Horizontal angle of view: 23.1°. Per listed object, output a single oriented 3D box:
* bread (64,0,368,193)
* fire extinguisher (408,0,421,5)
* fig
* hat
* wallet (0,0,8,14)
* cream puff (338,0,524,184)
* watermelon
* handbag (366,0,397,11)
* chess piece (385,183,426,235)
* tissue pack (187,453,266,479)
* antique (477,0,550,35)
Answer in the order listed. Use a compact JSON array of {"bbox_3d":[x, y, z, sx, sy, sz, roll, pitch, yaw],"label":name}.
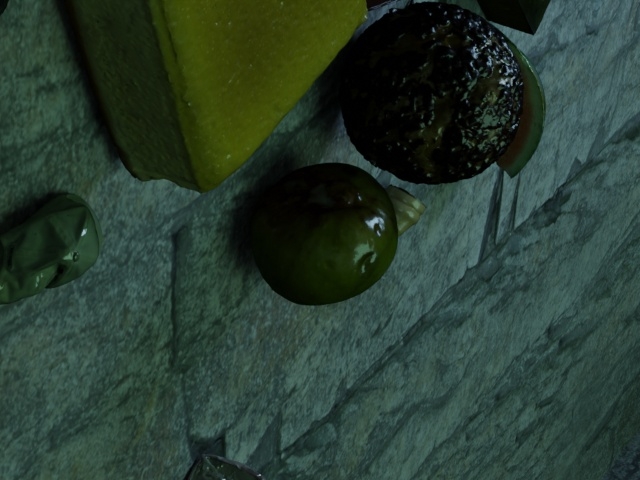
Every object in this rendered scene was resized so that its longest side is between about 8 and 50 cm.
[{"bbox_3d":[-0.096,-0.257,1.564,0.323,0.143,0.333,-51,151,-28],"label":"bread"},{"bbox_3d":[0.108,-0.258,2.090,0.056,0.039,0.132,44,68,-29],"label":"fire extinguisher"},{"bbox_3d":[0.000,0.000,1.936,0.181,0.181,0.191,-44,171,-40],"label":"fig"},{"bbox_3d":[-0.261,0.018,1.560,0.122,0.081,0.166,-66,165,3],"label":"hat"},{"bbox_3d":[-0.304,-0.296,1.253,0.146,0.030,0.285,-65,156,-10],"label":"wallet"},{"bbox_3d":[0.140,-0.183,1.975,0.165,0.239,0.239,-63,171,-78],"label":"cream puff"},{"bbox_3d":[0.296,-0.230,2.431,0.146,0.128,0.231,-57,158,-63],"label":"watermelon"},{"bbox_3d":[0.126,-0.365,1.820,0.275,0.084,0.260,-29,174,-45],"label":"handbag"},{"bbox_3d":[0.094,-0.014,2.251,0.122,0.066,0.066,-57,154,-6],"label":"chess piece"},{"bbox_3d":[-0.120,0.437,2.116,0.271,0.124,0.201,69,37,-56],"label":"tissue pack"},{"bbox_3d":[0.265,-0.382,2.249,0.080,0.081,0.221,-66,155,-7],"label":"antique"}]
